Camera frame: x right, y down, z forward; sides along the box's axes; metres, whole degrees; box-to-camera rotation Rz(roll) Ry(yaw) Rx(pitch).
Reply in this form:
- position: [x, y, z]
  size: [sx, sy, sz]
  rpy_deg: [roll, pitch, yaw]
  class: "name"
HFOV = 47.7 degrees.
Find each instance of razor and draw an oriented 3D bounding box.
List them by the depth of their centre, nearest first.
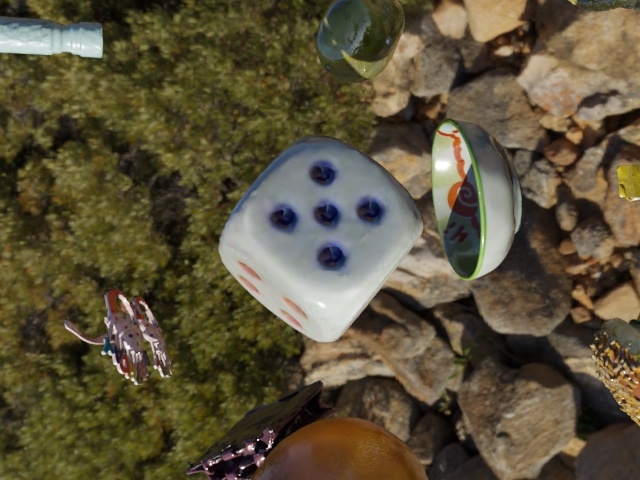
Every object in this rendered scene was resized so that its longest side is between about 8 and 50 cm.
- position: [-0.269, -0.143, 0.493]
  size: [0.106, 0.232, 0.068]
  rpy_deg: [157, 111, -70]
  class: "razor"

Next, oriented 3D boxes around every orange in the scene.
- position: [0.032, 0.367, 0.960]
  size: [0.261, 0.261, 0.261]
  rpy_deg: [13, 108, 48]
  class: "orange"

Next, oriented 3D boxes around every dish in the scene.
- position: [0.323, -0.089, 1.438]
  size: [0.324, 0.124, 0.324]
  rpy_deg: [172, 90, -84]
  class: "dish"

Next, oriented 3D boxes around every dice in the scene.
- position: [0.000, 0.000, 0.897]
  size: [0.192, 0.194, 0.193]
  rpy_deg: [37, 165, 8]
  class: "dice"

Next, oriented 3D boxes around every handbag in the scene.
- position: [-0.092, 0.326, 1.190]
  size: [0.203, 0.216, 0.074]
  rpy_deg: [-32, 88, 27]
  class: "handbag"

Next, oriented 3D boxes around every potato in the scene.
- position: [0.079, -0.415, 1.479]
  size: [0.228, 0.197, 0.149]
  rpy_deg: [-48, 57, 56]
  class: "potato"

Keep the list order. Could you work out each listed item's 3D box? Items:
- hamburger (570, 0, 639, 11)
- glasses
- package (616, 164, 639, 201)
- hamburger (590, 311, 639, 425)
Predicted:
- position: [0.579, -0.572, 1.489]
  size: [0.215, 0.122, 0.189]
  rpy_deg: [25, 119, 29]
  class: "hamburger"
- position: [-0.332, 0.178, 1.233]
  size: [0.095, 0.255, 0.162]
  rpy_deg: [-32, 77, 6]
  class: "glasses"
- position: [0.670, -0.124, 1.550]
  size: [0.047, 0.131, 0.071]
  rpy_deg: [-7, 84, 29]
  class: "package"
- position: [0.575, 0.209, 1.140]
  size: [0.225, 0.291, 0.291]
  rpy_deg: [-38, 62, 6]
  class: "hamburger"
